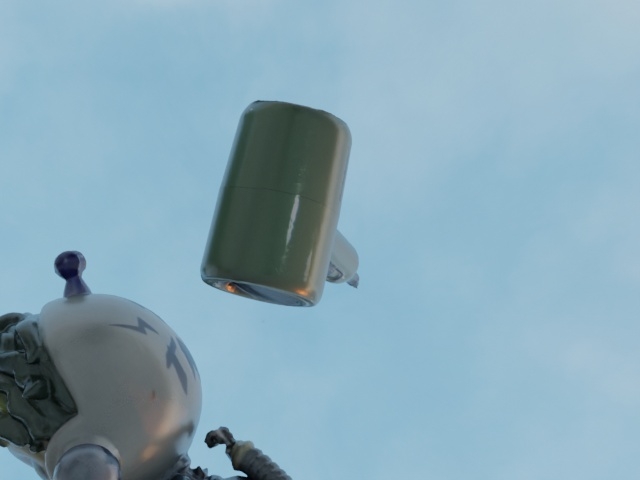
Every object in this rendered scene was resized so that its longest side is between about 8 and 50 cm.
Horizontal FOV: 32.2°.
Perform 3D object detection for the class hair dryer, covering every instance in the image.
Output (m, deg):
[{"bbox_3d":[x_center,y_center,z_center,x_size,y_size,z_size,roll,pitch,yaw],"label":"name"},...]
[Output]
[{"bbox_3d":[0.000,0.000,0.466,0.047,0.150,0.071,10,-102,20],"label":"hair dryer"}]

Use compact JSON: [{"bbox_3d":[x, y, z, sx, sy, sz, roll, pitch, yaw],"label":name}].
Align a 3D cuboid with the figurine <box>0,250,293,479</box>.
[{"bbox_3d":[-0.144,0.197,0.915,0.186,0.261,0.382,-37,-95,-20],"label":"figurine"}]
